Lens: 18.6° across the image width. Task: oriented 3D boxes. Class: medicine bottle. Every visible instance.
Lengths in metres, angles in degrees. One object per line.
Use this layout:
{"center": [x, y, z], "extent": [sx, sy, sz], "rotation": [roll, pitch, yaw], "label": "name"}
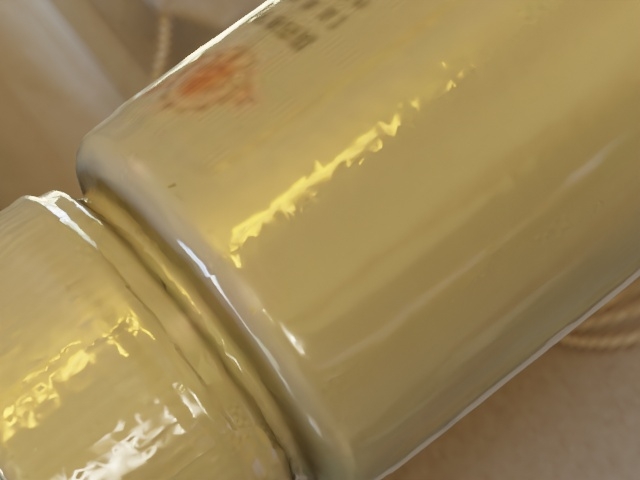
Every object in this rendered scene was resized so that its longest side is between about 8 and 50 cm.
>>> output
{"center": [0.000, 0.000, 0.909], "extent": [0.371, 0.211, 0.211], "rotation": [-37, 29, -12], "label": "medicine bottle"}
